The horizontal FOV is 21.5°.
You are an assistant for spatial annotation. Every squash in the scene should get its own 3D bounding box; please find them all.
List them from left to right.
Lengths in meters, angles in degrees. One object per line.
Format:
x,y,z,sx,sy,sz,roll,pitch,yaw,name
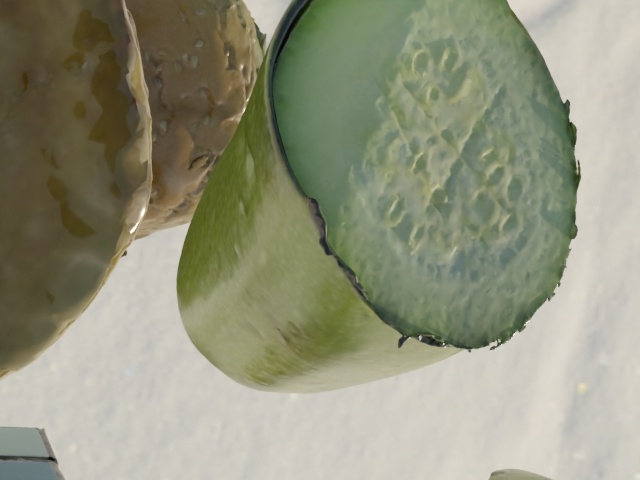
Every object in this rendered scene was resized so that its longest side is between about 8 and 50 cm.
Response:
0.006,0.014,0.653,0.137,0.287,0.137,7,66,-15,squash

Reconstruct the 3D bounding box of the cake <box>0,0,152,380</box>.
-0.262,-0.080,1.020,0.332,0.321,0.332,-1,99,-8,cake

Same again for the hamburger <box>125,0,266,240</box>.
-0.181,-0.119,1.360,0.283,0.144,0.259,-11,110,-11,hamburger

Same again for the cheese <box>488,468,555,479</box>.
0.234,0.248,1.329,0.050,0.235,0.127,-32,110,-37,cheese

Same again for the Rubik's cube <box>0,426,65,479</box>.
-0.353,0.293,1.668,0.183,0.167,0.180,2,107,-22,Rubik's cube
